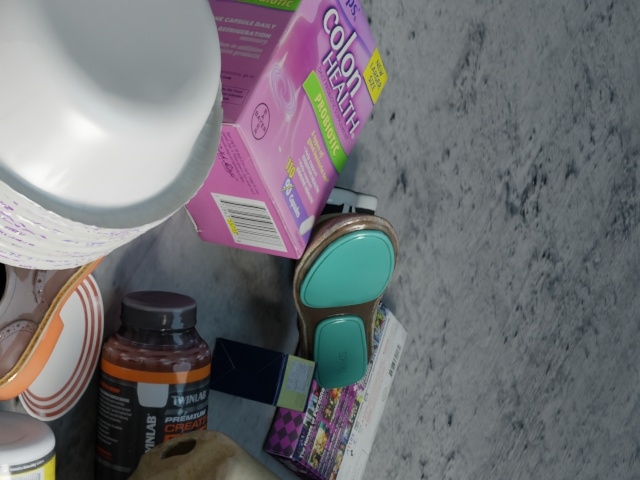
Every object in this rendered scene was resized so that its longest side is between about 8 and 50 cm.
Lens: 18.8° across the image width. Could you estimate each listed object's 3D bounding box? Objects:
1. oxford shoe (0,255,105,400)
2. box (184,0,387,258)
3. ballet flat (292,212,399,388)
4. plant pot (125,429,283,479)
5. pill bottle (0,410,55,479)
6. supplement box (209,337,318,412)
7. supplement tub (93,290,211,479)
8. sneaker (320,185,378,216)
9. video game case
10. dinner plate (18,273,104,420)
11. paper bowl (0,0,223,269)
[{"bbox_3d":[-0.237,-0.007,1.597,0.098,0.097,0.271,45,59,-53],"label":"oxford shoe"},{"bbox_3d":[-0.052,-0.145,1.898,0.243,0.117,0.213,-65,151,-29],"label":"box"},{"bbox_3d":[0.014,0.037,2.017,0.316,0.108,0.106,103,-20,-55],"label":"ballet flat"},{"bbox_3d":[-0.066,0.344,1.697,0.305,0.334,0.334,48,50,-21],"label":"plant pot"},{"bbox_3d":[-0.272,0.242,1.606,0.103,0.103,0.184,-25,123,-60],"label":"pill bottle"},{"bbox_3d":[-0.061,0.141,2.030,0.083,0.083,0.056,24,79,-63],"label":"supplement box"},{"bbox_3d":[-0.156,0.150,1.809,0.106,0.106,0.197,-21,118,-61],"label":"supplement tub"},{"bbox_3d":[0.000,0.000,2.107,0.217,0.079,0.121,7,95,-65],"label":"sneaker"},{"bbox_3d":[0.023,0.173,2.265,0.210,0.042,0.232,48,57,-60],"label":"video game case"},{"bbox_3d":[-0.236,0.090,1.723,0.141,0.017,0.141,-37,132,-54],"label":"dinner plate"},{"bbox_3d":[-0.184,-0.133,1.359,0.284,0.148,0.284,26,52,-38],"label":"paper bowl"}]
